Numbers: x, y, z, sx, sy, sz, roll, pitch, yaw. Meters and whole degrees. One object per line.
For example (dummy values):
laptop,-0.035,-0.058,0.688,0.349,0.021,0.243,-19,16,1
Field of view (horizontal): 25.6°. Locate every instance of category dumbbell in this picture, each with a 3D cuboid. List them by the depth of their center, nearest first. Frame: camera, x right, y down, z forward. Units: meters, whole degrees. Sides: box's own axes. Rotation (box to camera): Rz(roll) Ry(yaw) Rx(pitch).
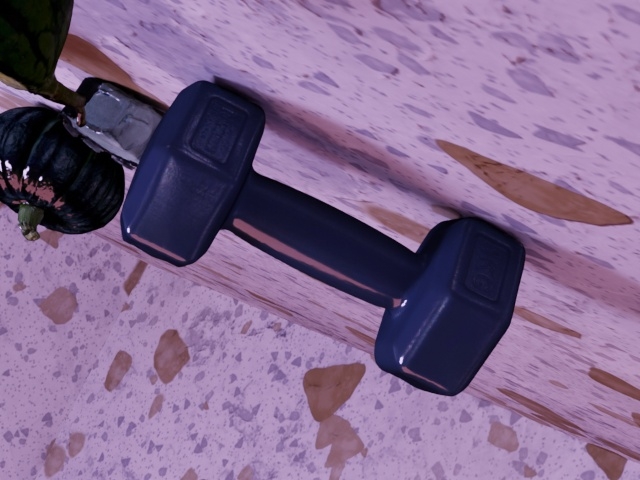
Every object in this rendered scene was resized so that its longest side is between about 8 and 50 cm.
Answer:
dumbbell,0.000,0.000,1.133,0.316,0.143,0.156,27,173,-9

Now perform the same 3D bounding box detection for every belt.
belt,-0.196,-0.112,1.367,0.105,0.058,0.140,38,171,-35

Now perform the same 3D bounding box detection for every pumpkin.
pumpkin,-0.334,-0.085,1.737,0.194,0.150,0.194,48,176,4

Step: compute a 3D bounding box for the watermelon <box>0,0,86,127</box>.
watermelon,-0.211,-0.167,0.739,0.232,0.127,0.204,28,172,-2
